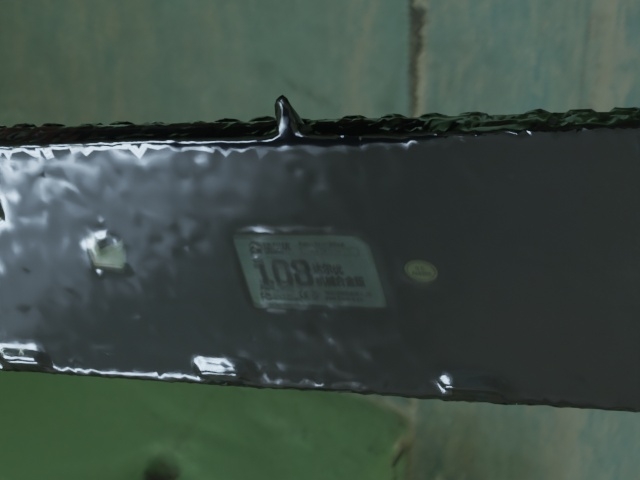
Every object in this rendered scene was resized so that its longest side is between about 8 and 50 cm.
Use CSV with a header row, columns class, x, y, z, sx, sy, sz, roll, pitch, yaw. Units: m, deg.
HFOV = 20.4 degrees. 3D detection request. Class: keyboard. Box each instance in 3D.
class,x,y,z,sx,sy,sz,roll,pitch,yaw
keyboard,0.000,0.000,0.555,0.317,0.027,0.106,2,119,34
